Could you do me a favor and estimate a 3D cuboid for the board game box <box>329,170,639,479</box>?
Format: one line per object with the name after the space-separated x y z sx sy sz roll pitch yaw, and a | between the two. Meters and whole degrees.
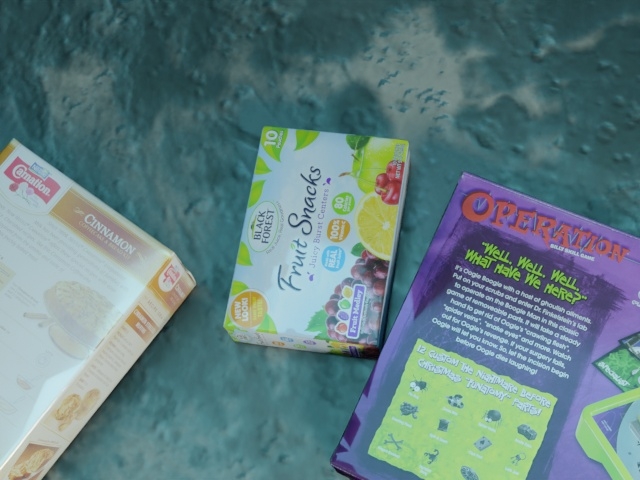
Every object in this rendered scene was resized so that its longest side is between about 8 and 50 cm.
0.204 0.112 0.685 0.346 0.056 0.208 23 78 14 | board game box

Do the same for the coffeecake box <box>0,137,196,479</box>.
-0.196 0.051 0.743 0.142 0.068 0.185 34 77 17 | coffeecake box

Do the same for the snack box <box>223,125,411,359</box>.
0.000 0.000 0.754 0.100 0.037 0.141 6 71 10 | snack box
